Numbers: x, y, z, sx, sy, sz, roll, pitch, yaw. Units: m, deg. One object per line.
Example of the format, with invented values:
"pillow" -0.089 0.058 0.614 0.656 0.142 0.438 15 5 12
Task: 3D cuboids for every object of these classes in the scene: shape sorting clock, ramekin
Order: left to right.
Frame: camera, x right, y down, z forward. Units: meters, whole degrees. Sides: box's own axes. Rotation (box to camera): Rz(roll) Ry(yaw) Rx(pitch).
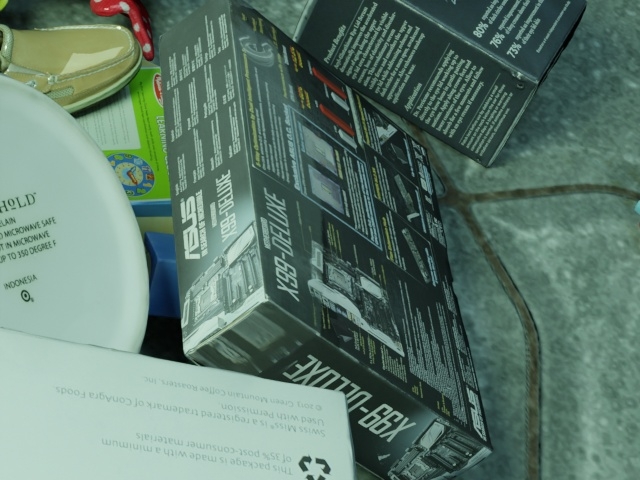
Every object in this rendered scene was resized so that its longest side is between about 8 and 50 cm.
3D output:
"ramekin" -0.221 0.019 1.127 0.273 0.127 0.273 31 49 -44
"shape sorting clock" -0.163 -0.067 1.397 0.206 0.040 0.206 6 49 -7

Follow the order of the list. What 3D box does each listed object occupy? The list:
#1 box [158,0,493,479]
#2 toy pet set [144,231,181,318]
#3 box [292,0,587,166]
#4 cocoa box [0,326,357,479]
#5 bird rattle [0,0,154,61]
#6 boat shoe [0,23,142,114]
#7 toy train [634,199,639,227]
"box" 0.000 0.000 1.314 0.242 0.076 0.307 35 32 -38
"toy pet set" -0.071 0.021 1.310 0.114 0.065 0.122 7 67 -22
"box" 0.103 -0.187 1.609 0.207 0.108 0.153 32 42 4
"cocoa box" -0.173 0.202 0.973 0.347 0.228 0.231 12 48 -21
"bird rattle" -0.230 -0.248 1.486 0.253 0.143 0.207 -5 35 -36
"boat shoe" -0.222 -0.127 1.358 0.190 0.072 0.068 -19 54 -15
"toy train" 0.349 0.014 1.593 0.166 0.046 0.125 39 44 16
